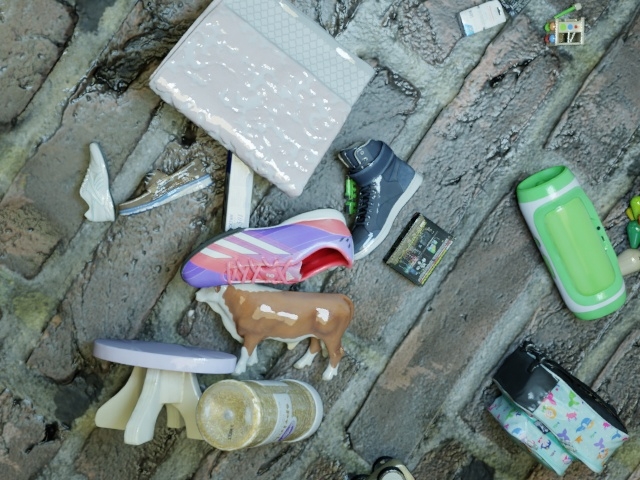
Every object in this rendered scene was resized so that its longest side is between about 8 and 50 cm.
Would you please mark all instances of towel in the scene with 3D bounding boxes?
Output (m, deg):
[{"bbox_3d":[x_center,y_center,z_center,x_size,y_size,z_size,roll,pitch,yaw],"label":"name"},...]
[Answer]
[{"bbox_3d":[-0.096,-0.291,1.763,0.332,0.053,0.317,38,66,-12],"label":"towel"}]

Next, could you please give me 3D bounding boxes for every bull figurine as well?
[{"bbox_3d":[-0.090,0.162,1.872,0.311,0.101,0.188,6,101,-8],"label":"bull figurine"}]

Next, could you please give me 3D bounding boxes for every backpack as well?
[{"bbox_3d":[0.472,0.350,1.926,0.254,0.225,0.191,33,93,-10],"label":"backpack"}]

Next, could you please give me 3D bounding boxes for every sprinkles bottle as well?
[{"bbox_3d":[-0.102,0.311,1.760,0.121,0.355,0.121,-3,81,17],"label":"sprinkles bottle"}]

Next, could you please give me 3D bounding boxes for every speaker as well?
[{"bbox_3d":[0.499,0.005,1.930,0.131,0.131,0.296,-28,102,-4],"label":"speaker"}]

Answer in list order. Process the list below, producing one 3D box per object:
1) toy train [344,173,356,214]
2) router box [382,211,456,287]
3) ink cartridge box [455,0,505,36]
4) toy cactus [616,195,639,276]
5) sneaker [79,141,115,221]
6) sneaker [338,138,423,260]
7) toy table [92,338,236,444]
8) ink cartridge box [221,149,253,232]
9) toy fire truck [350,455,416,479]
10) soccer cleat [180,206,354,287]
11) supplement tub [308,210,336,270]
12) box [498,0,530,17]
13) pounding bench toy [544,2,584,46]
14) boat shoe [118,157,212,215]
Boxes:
[{"bbox_3d":[0.058,-0.091,1.894,0.024,0.017,0.083,-12,104,-48],"label":"toy train"},{"bbox_3d":[0.196,0.018,1.927,0.092,0.038,0.122,35,92,-12],"label":"router box"},{"bbox_3d":[0.310,-0.431,1.882,0.083,0.028,0.048,-21,101,-5],"label":"ink cartridge box"},{"bbox_3d":[0.668,0.013,1.985,0.181,0.112,0.219,-32,105,16],"label":"toy cactus"},{"bbox_3d":[-0.419,-0.106,1.802,0.061,0.053,0.152,-7,100,-5],"label":"sneaker"},{"bbox_3d":[0.077,-0.088,1.841,0.163,0.086,0.226,43,68,-24],"label":"sneaker"},{"bbox_3d":[-0.294,0.277,1.797,0.274,0.252,0.160,5,90,26],"label":"toy table"},{"bbox_3d":[-0.153,-0.116,1.820,0.046,0.097,0.207,5,97,-11],"label":"ink cartridge box"},{"bbox_3d":[0.137,0.588,1.963,0.217,0.158,0.246,-37,92,-3],"label":"toy fire truck"},{"bbox_3d":[-0.095,0.036,1.762,0.318,0.116,0.108,-16,143,-6],"label":"soccer cleat"},{"bbox_3d":[0.000,0.000,1.876,0.107,0.071,0.071,41,90,-12],"label":"supplement tub"},{"bbox_3d":[0.378,-0.481,1.876,0.067,0.018,0.083,46,67,-13],"label":"box"},{"bbox_3d":[0.473,-0.422,1.898,0.065,0.052,0.083,-2,99,-8],"label":"pounding bench toy"},{"bbox_3d":[-0.299,-0.101,1.821,0.183,0.066,0.066,-24,97,-15],"label":"boat shoe"}]
